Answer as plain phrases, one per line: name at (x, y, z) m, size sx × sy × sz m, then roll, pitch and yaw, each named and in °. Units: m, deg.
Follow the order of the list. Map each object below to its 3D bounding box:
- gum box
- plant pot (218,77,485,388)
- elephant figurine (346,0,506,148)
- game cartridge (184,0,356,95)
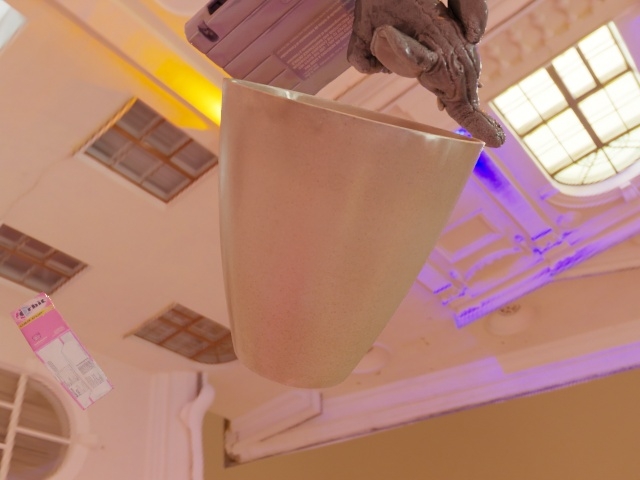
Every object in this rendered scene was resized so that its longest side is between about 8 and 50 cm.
gum box at (-0.421, 0.188, 1.016) m, size 0.062 × 0.188 × 0.107 m, roll -36°, pitch -130°, yaw -22°
plant pot at (0.000, 0.000, 0.628) m, size 0.256 × 0.257 × 0.273 m, roll 32°, pitch -68°, yaw 51°
elephant figurine at (0.149, -0.256, 0.801) m, size 0.239 × 0.186 × 0.169 m, roll 53°, pitch -56°, yaw 44°
game cartridge at (0.002, -0.356, 0.920) m, size 0.355 × 0.230 × 0.068 m, roll -34°, pitch -126°, yaw 21°
